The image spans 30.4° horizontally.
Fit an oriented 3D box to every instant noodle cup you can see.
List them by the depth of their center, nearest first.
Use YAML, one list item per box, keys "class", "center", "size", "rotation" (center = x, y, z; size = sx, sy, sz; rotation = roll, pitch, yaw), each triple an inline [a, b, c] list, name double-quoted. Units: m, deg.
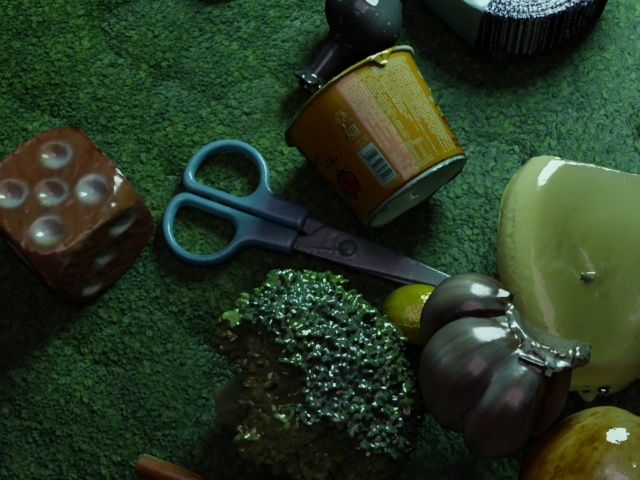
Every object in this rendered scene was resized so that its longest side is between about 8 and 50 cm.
- class: "instant noodle cup"
  center: [0.082, -0.130, 1.577]
  size: [0.215, 0.216, 0.172]
  rotation: [-33, 79, -6]

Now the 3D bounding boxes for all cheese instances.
- class: "cheese"
  center: [0.345, 0.049, 1.518]
  size: [0.259, 0.128, 0.316]
  rotation: [12, 75, 7]

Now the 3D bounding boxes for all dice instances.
- class: "dice"
  center: [-0.341, -0.035, 1.600]
  size: [0.175, 0.174, 0.179]
  rotation: [40, 74, 19]

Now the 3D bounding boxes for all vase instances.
- class: "vase"
  center: [0.035, -0.287, 1.688]
  size: [0.120, 0.120, 0.183]
  rotation: [39, 92, 17]

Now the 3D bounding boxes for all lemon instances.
- class: "lemon"
  center: [0.133, 0.098, 1.547]
  size: [0.110, 0.082, 0.082]
  rotation: [2, 70, 7]

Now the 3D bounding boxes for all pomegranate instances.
- class: "pomegranate"
  center: [0.352, 0.309, 1.374]
  size: [0.248, 0.248, 0.248]
  rotation: [-2, 70, 5]

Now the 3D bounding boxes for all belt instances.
- class: "belt"
  center: [0.262, -0.417, 1.703]
  size: [0.260, 0.122, 0.325]
  rotation: [-39, 70, -13]

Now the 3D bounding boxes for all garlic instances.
- class: "garlic"
  center: [0.190, 0.154, 1.413]
  size: [0.214, 0.160, 0.191]
  rotation: [40, 123, 15]

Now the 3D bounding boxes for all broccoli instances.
- class: "broccoli"
  center: [-0.010, 0.176, 1.449]
  size: [0.259, 0.235, 0.288]
  rotation: [-16, 73, 1]

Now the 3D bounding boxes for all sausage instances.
- class: "sausage"
  center: [-0.187, 0.307, 1.529]
  size: [0.107, 0.031, 0.031]
  rotation: [17, 73, 13]

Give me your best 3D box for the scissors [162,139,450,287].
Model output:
- class: "scissors"
  center: [0.000, 0.000, 1.623]
  size: [0.447, 0.029, 0.193]
  rotation: [20, 74, 13]
